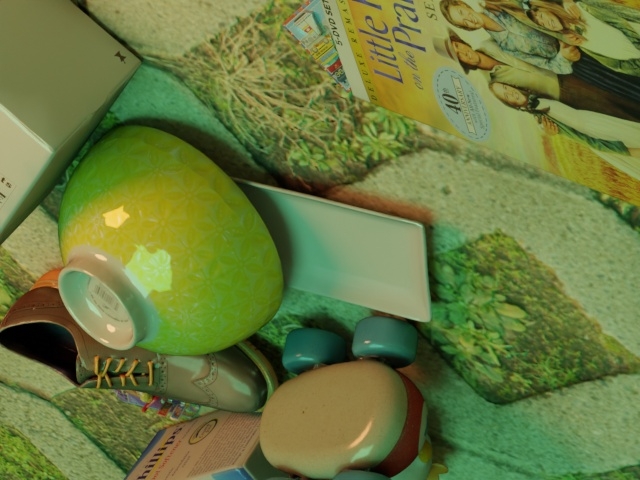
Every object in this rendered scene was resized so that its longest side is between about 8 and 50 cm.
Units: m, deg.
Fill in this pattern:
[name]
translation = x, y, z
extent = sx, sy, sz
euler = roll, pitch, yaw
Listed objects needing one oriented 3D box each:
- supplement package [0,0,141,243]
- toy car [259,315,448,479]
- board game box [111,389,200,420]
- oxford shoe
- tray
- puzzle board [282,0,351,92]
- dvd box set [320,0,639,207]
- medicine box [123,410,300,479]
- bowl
[supplement package]
translation = -0.359, -0.130, 1.798
extent = 0.175, 0.177, 0.293
euler = 41, 139, -4
[toy car]
translation = 0.073, 0.234, 1.868
extent = 0.210, 0.219, 0.238
euler = -12, 149, 41
[board game box]
translation = -0.236, 0.183, 2.117
extent = 0.168, 0.033, 0.133
euler = 9, 133, 28
[oxford shoe]
translation = -0.226, 0.151, 1.992
extent = 0.363, 0.133, 0.130
euler = 15, 123, 22
[tray]
translation = 0.000, 0.000, 1.784
extent = 0.270, 0.030, 0.145
euler = 14, 134, 24
[puzzle board]
translation = 0.029, -0.205, 1.586
extent = 0.096, 0.011, 0.128
euler = 45, 138, -10
[dvd box set]
translation = 0.172, -0.172, 1.326
extent = 0.420, 0.062, 0.308
euler = 25, 153, 31
[medicine box]
translation = -0.079, 0.355, 2.082
extent = 0.289, 0.149, 0.263
euler = -23, 112, 44
[bowl]
translation = -0.200, 0.031, 1.824
extent = 0.289, 0.156, 0.289
euler = 28, 141, 25
